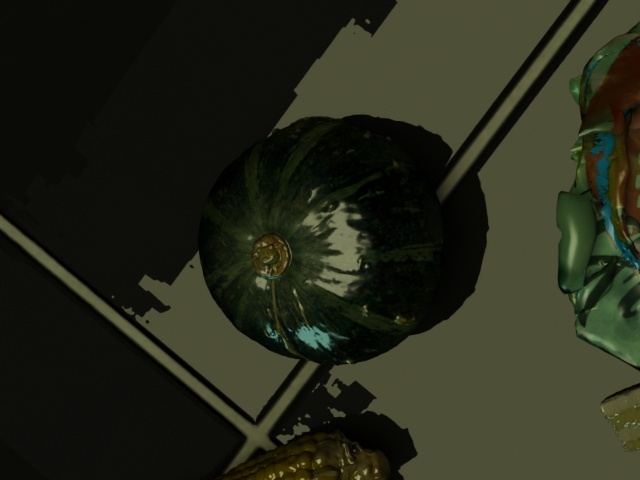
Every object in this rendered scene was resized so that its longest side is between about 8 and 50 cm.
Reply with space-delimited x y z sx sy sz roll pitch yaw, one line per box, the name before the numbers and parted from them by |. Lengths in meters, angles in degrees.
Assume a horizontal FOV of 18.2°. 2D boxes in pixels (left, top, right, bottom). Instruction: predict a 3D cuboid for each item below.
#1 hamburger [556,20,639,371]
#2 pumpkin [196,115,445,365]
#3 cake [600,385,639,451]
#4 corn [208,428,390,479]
hamburger | 0.266 -0.018 1.398 0.260 0.150 0.276 39 76 -4
pumpkin | 0.001 0.000 1.465 0.190 0.146 0.190 2 97 17
cake | 0.267 0.121 1.461 0.121 0.065 0.052 -23 90 40
corn | -0.063 0.223 1.527 0.261 0.097 0.097 -27 87 17
